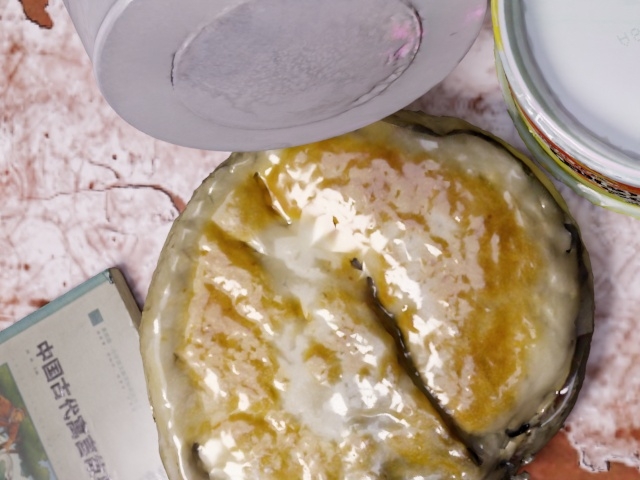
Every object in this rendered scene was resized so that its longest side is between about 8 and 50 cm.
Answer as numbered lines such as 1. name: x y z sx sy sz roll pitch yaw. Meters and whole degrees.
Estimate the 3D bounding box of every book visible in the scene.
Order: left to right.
1. book: -0.239 0.175 0.852 0.282 0.025 0.215 -30 84 21

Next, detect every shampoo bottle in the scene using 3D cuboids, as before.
1. shampoo bottle: -0.039 -0.212 0.602 0.273 0.273 0.266 -19 66 20

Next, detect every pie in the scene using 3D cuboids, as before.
1. pie: 0.031 0.067 0.697 0.339 0.077 0.339 0 92 3

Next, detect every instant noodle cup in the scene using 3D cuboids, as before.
1. instant noodle cup: 0.214 -0.130 0.576 0.264 0.200 0.264 2 97 19
